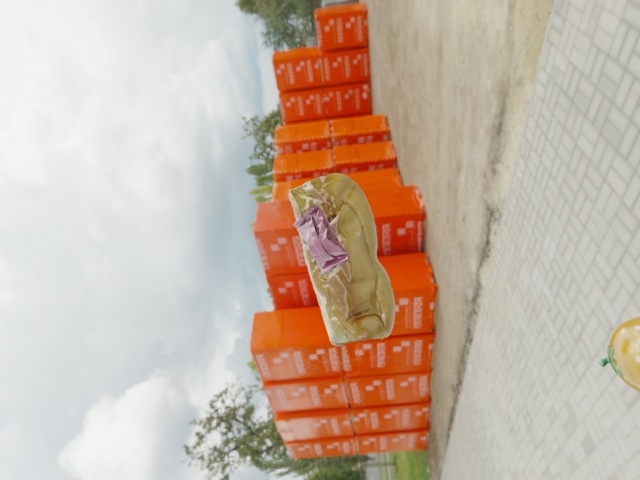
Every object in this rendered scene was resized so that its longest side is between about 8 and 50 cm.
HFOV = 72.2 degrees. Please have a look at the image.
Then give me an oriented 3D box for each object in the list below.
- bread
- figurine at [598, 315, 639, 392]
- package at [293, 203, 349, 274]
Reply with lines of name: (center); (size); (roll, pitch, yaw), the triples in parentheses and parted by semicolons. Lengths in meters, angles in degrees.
bread: (0.038, 0.035, 0.774); (0.167, 0.132, 0.294); (108, 145, -77)
figurine: (0.485, 0.160, 0.546); (0.222, 0.124, 0.325); (-5, 111, 53)
package: (0.000, 0.000, 0.564); (0.029, 0.059, 0.083); (-27, -97, -43)
